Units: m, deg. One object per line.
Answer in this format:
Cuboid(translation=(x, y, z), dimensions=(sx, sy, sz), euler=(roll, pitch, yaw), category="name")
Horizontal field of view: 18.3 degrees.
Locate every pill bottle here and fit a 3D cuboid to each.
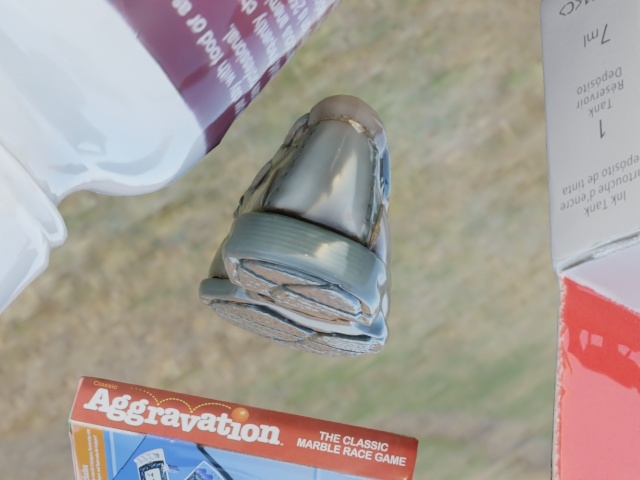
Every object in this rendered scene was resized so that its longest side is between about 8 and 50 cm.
Cuboid(translation=(-0.077, -0.161, 0.750), dimensions=(0.392, 0.224, 0.224), euler=(-49, 169, -11), category="pill bottle")

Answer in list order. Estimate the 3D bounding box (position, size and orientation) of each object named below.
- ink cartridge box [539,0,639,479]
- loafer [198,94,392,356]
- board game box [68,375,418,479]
Cuboid(translation=(0.213, 0.049, 0.832), dimensions=(0.296, 0.261, 0.066), euler=(24, 145, -36), category="ink cartridge box")
Cuboid(translation=(0.000, 0.000, 0.943), dimensions=(0.267, 0.096, 0.084), euler=(122, -13, -80), category="loafer")
Cuboid(translation=(-0.037, 0.157, 0.927), dimensions=(0.145, 0.027, 0.281), euler=(9, 145, 3), category="board game box")
